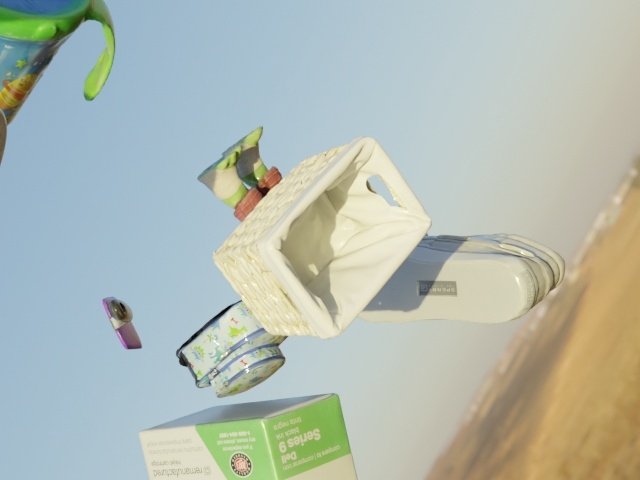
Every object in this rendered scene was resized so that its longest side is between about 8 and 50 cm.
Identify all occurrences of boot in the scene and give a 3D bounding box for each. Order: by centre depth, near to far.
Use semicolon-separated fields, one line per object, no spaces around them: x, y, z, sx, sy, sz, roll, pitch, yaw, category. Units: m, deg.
0.131;0.037;1.811;0.123;0.258;0.095;-19;-67;-56;boot

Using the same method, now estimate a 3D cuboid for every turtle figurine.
-0.015;-0.029;2.221;0.198;0.266;0.274;-41;10;-27;turtle figurine

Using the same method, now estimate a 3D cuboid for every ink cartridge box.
-0.058;0.323;1.817;0.211;0.289;0.121;-12;2;44;ink cartridge box

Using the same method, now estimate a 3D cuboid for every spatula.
-0.268;0.102;2.274;0.030;0.084;0.296;-26;-5;-9;spatula

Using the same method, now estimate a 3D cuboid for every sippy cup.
-0.430;-0.257;2.108;0.224;0.305;0.240;-60;-9;32;sippy cup

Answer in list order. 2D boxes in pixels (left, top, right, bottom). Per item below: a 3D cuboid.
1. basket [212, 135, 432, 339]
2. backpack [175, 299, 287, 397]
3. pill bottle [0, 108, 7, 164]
0.000;0.000;1.540;0.103;0.113;0.167;-11;30;52;basket
-0.088;0.122;1.926;0.114;0.084;0.105;-44;-19;24;backpack
-0.404;-0.102;1.588;0.108;0.193;0.108;17;-90;-83;pill bottle
